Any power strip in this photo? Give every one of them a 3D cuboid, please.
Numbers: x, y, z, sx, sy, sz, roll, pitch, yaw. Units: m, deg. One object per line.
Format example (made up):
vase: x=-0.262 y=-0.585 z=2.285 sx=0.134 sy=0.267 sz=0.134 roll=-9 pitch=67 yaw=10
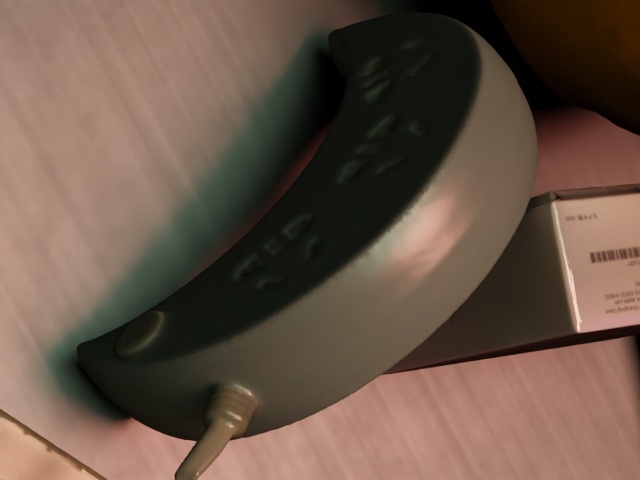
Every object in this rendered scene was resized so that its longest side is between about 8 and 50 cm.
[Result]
power strip: x=0.000 y=0.000 z=0.561 sx=0.044 sy=0.137 sz=0.216 roll=53 pitch=57 yaw=-28

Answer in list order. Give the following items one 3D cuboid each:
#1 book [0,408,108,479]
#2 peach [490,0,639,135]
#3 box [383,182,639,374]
book: x=-0.117 y=0.209 z=0.512 sx=0.215 sy=0.025 sz=0.282 roll=38 pitch=63 yaw=-18
peach: x=0.174 y=-0.193 z=0.601 sx=0.289 sy=0.289 sz=0.308 roll=-25 pitch=111 yaw=-32
box: x=0.103 y=0.013 z=0.619 sx=0.130 sy=0.129 sz=0.051 roll=-5 pitch=81 yaw=-31
